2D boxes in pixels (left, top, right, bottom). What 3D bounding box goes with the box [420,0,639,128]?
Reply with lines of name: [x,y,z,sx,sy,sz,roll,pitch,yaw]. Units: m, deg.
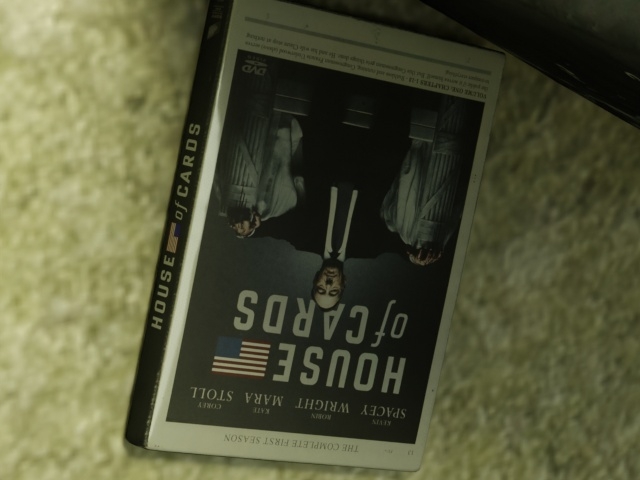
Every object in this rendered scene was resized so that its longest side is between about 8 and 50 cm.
box: [0.242,-0.166,0.874,0.480,0.472,0.297,25,96,-34]

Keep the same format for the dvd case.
dvd case: [0.000,0.000,1.038,0.179,0.029,0.238,9,93,-34]
